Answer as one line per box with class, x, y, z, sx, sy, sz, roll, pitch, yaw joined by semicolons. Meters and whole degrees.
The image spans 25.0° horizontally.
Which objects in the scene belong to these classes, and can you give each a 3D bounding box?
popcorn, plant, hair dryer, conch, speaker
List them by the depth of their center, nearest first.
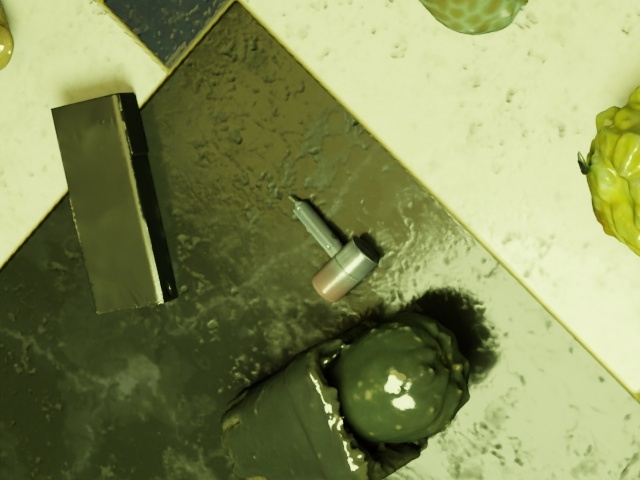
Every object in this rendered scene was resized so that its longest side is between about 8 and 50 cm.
popcorn;0.306;-0.053;1.275;0.142;0.173;0.173;-33;87;10
conch;0.123;-0.265;1.331;0.116;0.106;0.173;-12;108;35
plant;0.027;0.161;1.382;0.256;0.164;0.142;-28;85;32
hair dryer;0.000;0.000;1.434;0.063;0.037;0.114;-43;76;18
speaker;-0.209;-0.038;1.482;0.082;0.044;0.218;-12;94;17

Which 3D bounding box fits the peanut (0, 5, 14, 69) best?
peanut;-0.392;-0.246;1.488;0.093;0.083;0.194;-43;83;3
